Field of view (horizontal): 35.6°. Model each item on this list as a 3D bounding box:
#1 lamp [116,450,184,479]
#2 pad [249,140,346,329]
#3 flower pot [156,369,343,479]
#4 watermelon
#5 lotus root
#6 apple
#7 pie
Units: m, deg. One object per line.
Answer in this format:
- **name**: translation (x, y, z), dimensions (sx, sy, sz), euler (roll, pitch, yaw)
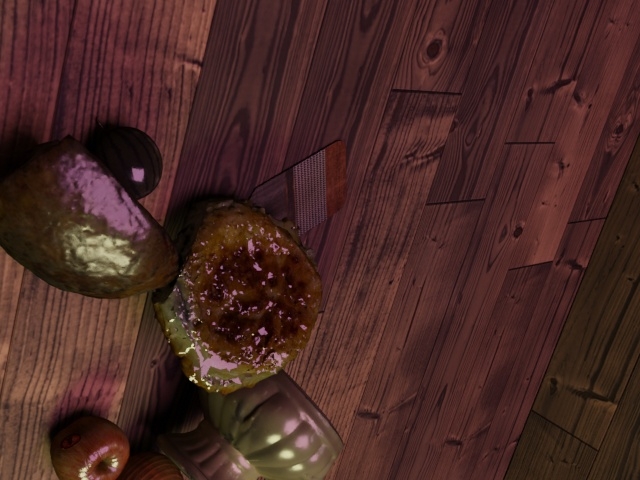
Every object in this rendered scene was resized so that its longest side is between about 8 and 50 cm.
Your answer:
- **lamp**: translation (-0.310, 0.445, 1.784), dimensions (0.136, 0.136, 0.136), euler (-31, 136, -35)
- **pad**: translation (-0.016, -0.004, 1.889), dimensions (0.250, 0.055, 0.323), euler (-34, 120, -33)
- **flower pot**: translation (-0.136, 0.352, 1.793), dimensions (0.244, 0.307, 0.307), euler (-42, 142, -12)
- **watermelon**: translation (-0.287, -0.120, 1.436), dimensions (0.105, 0.105, 0.133), euler (-30, 93, -36)
- **lotus root**: translation (-0.337, -0.004, 1.397), dimensions (0.142, 0.210, 0.314), euler (-57, 134, -23)
- **apple**: translation (-0.381, 0.351, 1.650), dimensions (0.126, 0.102, 0.126), euler (-24, 127, -36)
- **pie**: translation (-0.128, 0.082, 1.657), dimensions (0.288, 0.102, 0.355), euler (40, 56, -28)
